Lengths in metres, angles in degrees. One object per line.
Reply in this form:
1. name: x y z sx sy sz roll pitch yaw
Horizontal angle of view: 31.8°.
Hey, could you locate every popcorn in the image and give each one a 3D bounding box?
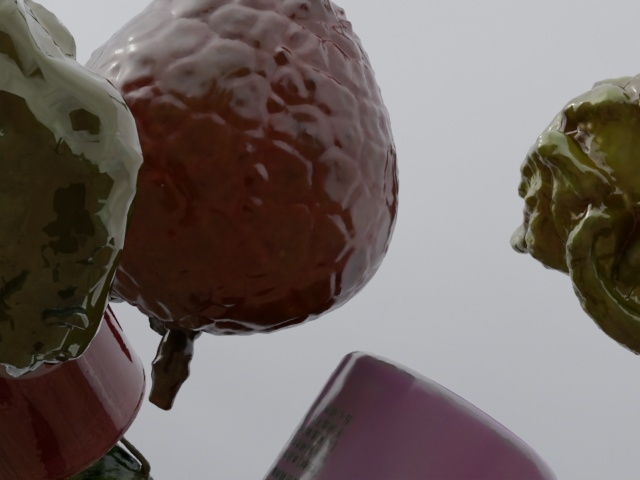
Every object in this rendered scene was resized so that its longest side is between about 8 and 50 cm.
1. popcorn: 0.357 -0.029 1.298 0.290 0.325 0.321 9 -11 22

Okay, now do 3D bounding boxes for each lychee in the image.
1. lychee: -0.063 -0.037 0.760 0.255 0.255 0.299 6 -79 7

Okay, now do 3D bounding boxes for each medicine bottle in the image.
1. medicine bottle: 0.015 0.238 0.760 0.178 0.290 0.178 32 -11 7

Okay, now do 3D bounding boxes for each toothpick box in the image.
1. toothpick box: -0.313 0.047 1.022 0.204 0.204 0.333 -7 -51 19

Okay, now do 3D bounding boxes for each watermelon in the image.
1. watermelon: -0.301 0.341 1.408 0.232 0.127 0.204 -21 -79 40

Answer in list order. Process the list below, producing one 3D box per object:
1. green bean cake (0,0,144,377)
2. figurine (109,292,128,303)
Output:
1. green bean cake: -0.200 -0.033 0.344 0.233 0.236 0.124 48 -44 19
2. figurine: -0.174 -0.048 1.344 0.362 0.253 0.211 2 -38 -1
